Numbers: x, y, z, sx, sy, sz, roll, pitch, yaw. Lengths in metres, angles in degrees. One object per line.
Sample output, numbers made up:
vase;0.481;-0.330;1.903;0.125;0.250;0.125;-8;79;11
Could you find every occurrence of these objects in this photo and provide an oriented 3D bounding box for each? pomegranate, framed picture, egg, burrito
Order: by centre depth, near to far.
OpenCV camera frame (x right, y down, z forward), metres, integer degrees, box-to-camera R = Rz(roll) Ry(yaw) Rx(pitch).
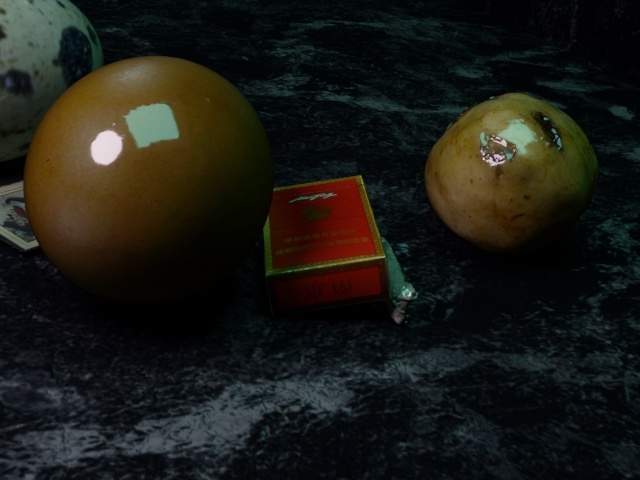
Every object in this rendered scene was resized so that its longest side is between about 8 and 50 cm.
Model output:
egg;-0.196;-0.074;1.027;0.282;0.283;0.351;9;25;-4
burrito;0.089;0.049;1.156;0.042;0.051;0.171;22;21;-20
framed picture;-0.388;-0.046;1.194;0.195;0.010;0.199;27;31;28
egg;-0.489;-0.252;1.247;0.379;0.288;0.287;-14;36;-36
pomegranate;0.286;-0.100;1.325;0.260;0.260;0.260;9;27;-5

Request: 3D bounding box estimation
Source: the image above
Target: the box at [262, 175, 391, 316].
box;0.000;0.001;1.154;0.153;0.074;0.240;-12;30;1
